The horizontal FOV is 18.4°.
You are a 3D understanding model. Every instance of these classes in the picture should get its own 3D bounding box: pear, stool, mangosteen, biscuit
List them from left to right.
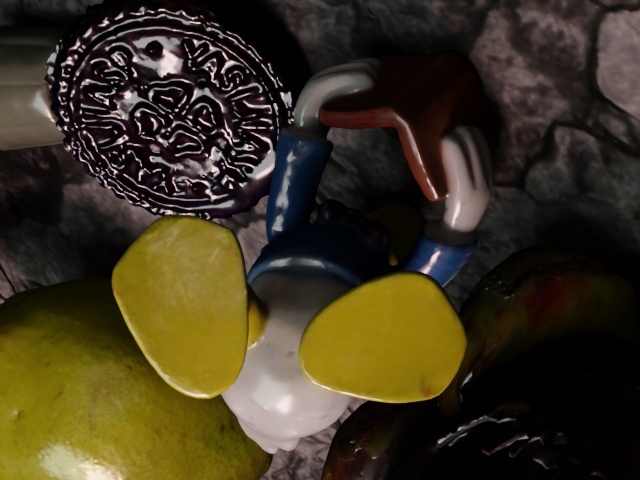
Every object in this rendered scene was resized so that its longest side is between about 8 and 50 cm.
[{"bbox_3d":[-0.215,-0.116,1.487,0.110,0.096,0.096,0,128,35],"label":"stool"},{"bbox_3d":[-0.169,0.143,1.612,0.269,0.212,0.212,30,144,-5],"label":"pear"},{"bbox_3d":[-0.101,-0.095,1.398,0.195,0.053,0.194,6,127,8],"label":"biscuit"},{"bbox_3d":[0.192,0.225,1.280,0.381,0.421,0.381,-6,136,-6],"label":"mangosteen"}]

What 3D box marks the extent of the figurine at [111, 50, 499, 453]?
[{"bbox_3d":[0.000,0.000,1.306,0.205,0.283,0.338,24,170,0],"label":"figurine"}]
